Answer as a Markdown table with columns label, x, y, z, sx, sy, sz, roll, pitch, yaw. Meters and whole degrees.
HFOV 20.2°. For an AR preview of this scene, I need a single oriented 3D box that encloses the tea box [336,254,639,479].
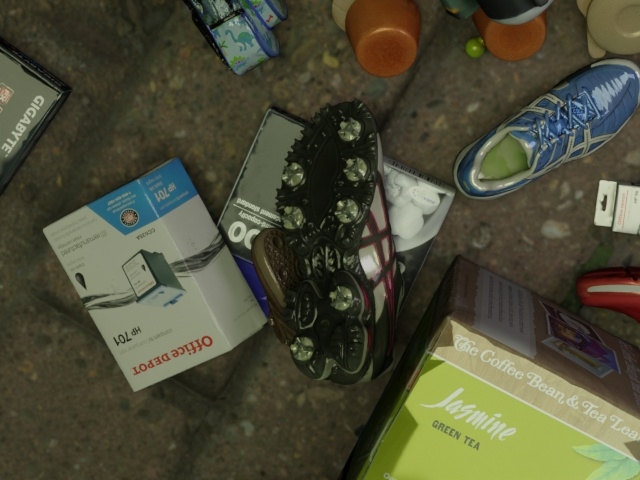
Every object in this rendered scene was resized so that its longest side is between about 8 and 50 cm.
| label | x | y | z | sx | sy | sz | roll | pitch | yaw |
| --- | --- | --- | --- | --- | --- | --- | --- | --- | --- |
| tea box | 0.144 | 0.221 | 1.671 | 0.220 | 0.329 | 0.323 | 28 | 100 | 1 |

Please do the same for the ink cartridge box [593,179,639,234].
| label | x | y | z | sx | sy | sz | roll | pitch | yaw |
| --- | --- | --- | --- | --- | --- | --- | --- | --- | --- |
| ink cartridge box | 0.313 | -0.031 | 1.764 | 0.083 | 0.028 | 0.048 | 7 | 100 | 5 |

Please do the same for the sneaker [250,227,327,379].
| label | x | y | z | sx | sy | sz | roll | pitch | yaw |
| --- | --- | --- | --- | --- | --- | --- | --- | --- | --- |
| sneaker | -0.028 | 0.071 | 1.763 | 0.071 | 0.066 | 0.188 | -14 | 121 | 37 |

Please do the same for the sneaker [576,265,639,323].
| label | x | y | z | sx | sy | sz | roll | pitch | yaw |
| --- | --- | --- | --- | --- | --- | --- | --- | --- | --- |
| sneaker | 0.356 | 0.098 | 1.754 | 0.221 | 0.087 | 0.128 | 6 | 99 | 6 |

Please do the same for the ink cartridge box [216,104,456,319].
| label | x | y | z | sx | sy | sz | roll | pitch | yaw |
| --- | --- | --- | --- | --- | --- | --- | --- | --- | --- |
| ink cartridge box | 0.000 | 0.000 | 1.793 | 0.206 | 0.045 | 0.208 | 24 | 103 | 1 |

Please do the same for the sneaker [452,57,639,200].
| label | x | y | z | sx | sy | sz | roll | pitch | yaw |
| --- | --- | --- | --- | --- | --- | --- | --- | --- | --- |
| sneaker | 0.224 | -0.101 | 1.735 | 0.211 | 0.081 | 0.080 | -36 | 93 | 9 |

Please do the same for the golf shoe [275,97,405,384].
| label | x | y | z | sx | sy | sz | roll | pitch | yaw |
| --- | --- | --- | --- | --- | --- | --- | --- | --- | --- |
| golf shoe | 0.025 | 0.003 | 1.724 | 0.105 | 0.120 | 0.273 | -3 | 79 | 31 |

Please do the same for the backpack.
| label | x | y | z | sx | sy | sz | roll | pitch | yaw |
| --- | --- | --- | --- | --- | --- | --- | --- | --- | --- |
| backpack | -0.079 | -0.222 | 1.732 | 0.084 | 0.105 | 0.114 | -27 | 101 | 10 |

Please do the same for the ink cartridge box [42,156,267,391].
| label | x | y | z | sx | sy | sz | roll | pitch | yaw |
| --- | --- | --- | --- | --- | --- | --- | --- | --- | --- |
| ink cartridge box | -0.163 | 0.035 | 1.776 | 0.139 | 0.082 | 0.191 | -25 | 95 | 32 |

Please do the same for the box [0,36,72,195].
| label | x | y | z | sx | sy | sz | roll | pitch | yaw |
| --- | --- | --- | --- | --- | --- | --- | --- | --- | --- |
| box | -0.383 | -0.114 | 1.807 | 0.175 | 0.051 | 0.220 | 36 | 100 | -1 |

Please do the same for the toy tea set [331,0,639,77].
| label | x | y | z | sx | sy | sz | roll | pitch | yaw |
| --- | --- | --- | --- | --- | --- | --- | --- | --- | --- |
| toy tea set | 0.173 | -0.269 | 1.716 | 0.336 | 0.124 | 0.200 | -8 | 128 | 4 |

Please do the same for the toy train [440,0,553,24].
| label | x | y | z | sx | sy | sz | roll | pitch | yaw |
| --- | --- | --- | --- | --- | --- | --- | --- | --- | --- |
| toy train | 0.081 | -0.316 | 1.479 | 0.142 | 0.190 | 0.334 | -39 | 123 | -6 |
